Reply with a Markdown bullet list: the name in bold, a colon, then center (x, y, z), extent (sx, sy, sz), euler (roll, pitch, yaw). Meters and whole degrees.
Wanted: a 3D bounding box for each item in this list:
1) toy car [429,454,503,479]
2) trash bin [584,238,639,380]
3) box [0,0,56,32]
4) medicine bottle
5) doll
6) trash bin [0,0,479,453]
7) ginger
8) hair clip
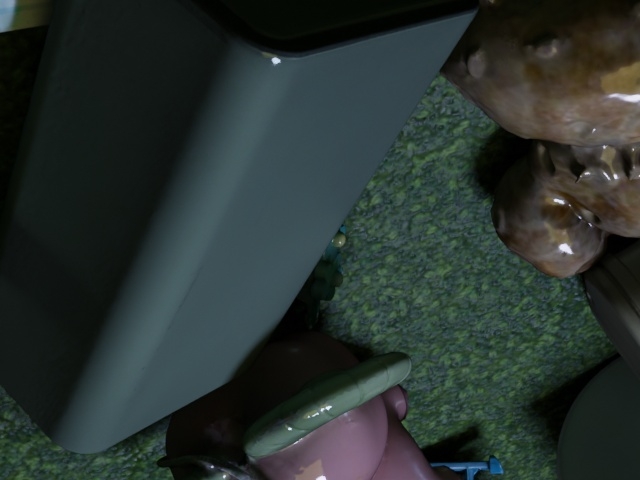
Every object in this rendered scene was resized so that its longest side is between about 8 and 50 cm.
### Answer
- **toy car**: center (0.149, 0.274, 1.310), extent (0.126, 0.098, 0.161), euler (-3, 167, 14)
- **trash bin**: center (0.365, 0.023, 1.103), extent (0.247, 0.121, 0.243), euler (-33, 161, 3)
- **box**: center (-0.207, -0.234, 0.680), extent (0.135, 0.079, 0.269), euler (-11, 134, -14)
- **medicine bottle**: center (0.389, 0.259, 1.269), extent (0.252, 0.252, 0.241), euler (-32, 136, 6)
- **doll**: center (-0.016, 0.185, 1.032), extent (0.284, 0.216, 0.268), euler (-41, 165, 21)
- **trash bin**: center (-0.081, -0.048, 0.818), extent (0.223, 0.158, 0.343), euler (-25, 152, -49)
- **ginger**: center (0.220, -0.087, 0.944), extent (0.244, 0.155, 0.304), euler (-9, 141, 8)
- **hair clip**: center (0.001, 0.000, 1.018), extent (0.049, 0.049, 0.173), euler (-7, 131, -18)
